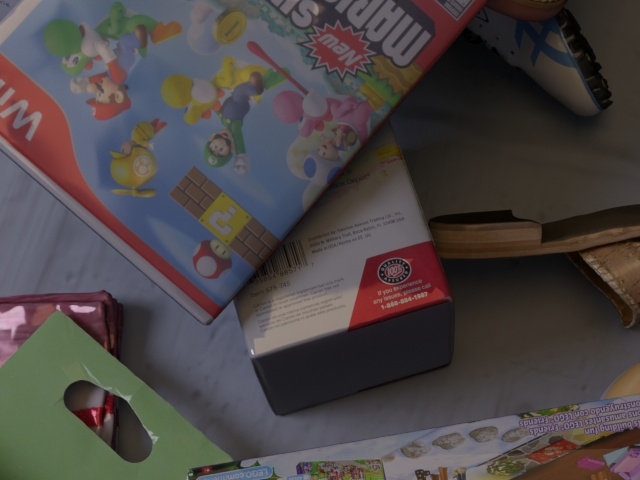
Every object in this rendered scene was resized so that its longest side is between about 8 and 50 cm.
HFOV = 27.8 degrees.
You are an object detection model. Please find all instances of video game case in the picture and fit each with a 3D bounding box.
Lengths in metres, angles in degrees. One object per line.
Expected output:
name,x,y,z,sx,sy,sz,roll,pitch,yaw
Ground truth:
video game case,-0.050,-0.123,0.760,0.204,0.025,0.285,41,81,-6

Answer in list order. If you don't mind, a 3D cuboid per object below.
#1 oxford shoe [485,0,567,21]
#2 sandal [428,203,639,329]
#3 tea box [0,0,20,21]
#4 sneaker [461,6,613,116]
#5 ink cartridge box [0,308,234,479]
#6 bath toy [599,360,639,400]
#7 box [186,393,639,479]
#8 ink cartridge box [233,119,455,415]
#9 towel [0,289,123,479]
oxford shoe,0.159,-0.318,0.909,0.140,0.146,0.397,21,51,-10
sandal,0.190,0.020,0.857,0.240,0.088,0.079,-2,99,-5
tea box,-0.221,-0.309,0.949,0.329,0.220,0.324,21,70,13
sneaker,0.121,-0.171,0.945,0.086,0.085,0.237,-44,71,14
ink cartridge box,-0.193,0.166,0.782,0.171,0.056,0.235,37,77,20
bath toy,0.279,0.091,0.787,0.348,0.129,0.151,-35,112,-9
box,0.089,0.196,0.662,0.293,0.057,0.201,-9,69,0
ink cartridge box,0.000,0.000,0.840,0.128,0.127,0.176,-16,66,-1
towel,-0.248,0.190,0.824,0.237,0.037,0.329,-4,65,3
